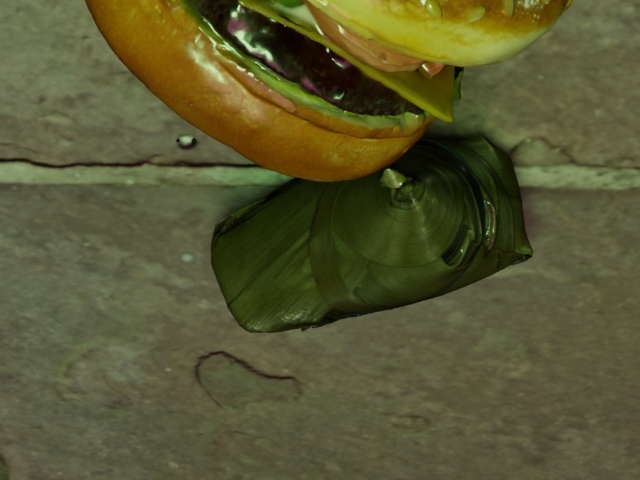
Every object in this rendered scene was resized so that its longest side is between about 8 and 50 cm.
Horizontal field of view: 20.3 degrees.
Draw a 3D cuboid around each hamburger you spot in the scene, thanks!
[{"bbox_3d":[0.012,-0.190,1.079,0.291,0.291,0.225,26,129,-23],"label":"hamburger"}]

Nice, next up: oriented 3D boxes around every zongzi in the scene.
[{"bbox_3d":[0.000,0.000,1.293,0.260,0.123,0.289,-17,175,23],"label":"zongzi"}]
